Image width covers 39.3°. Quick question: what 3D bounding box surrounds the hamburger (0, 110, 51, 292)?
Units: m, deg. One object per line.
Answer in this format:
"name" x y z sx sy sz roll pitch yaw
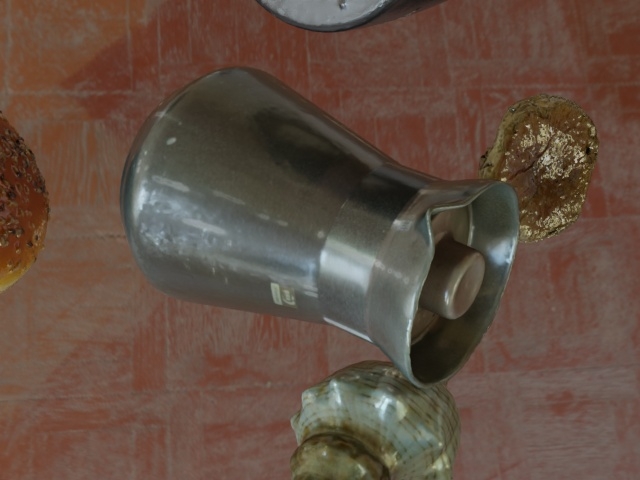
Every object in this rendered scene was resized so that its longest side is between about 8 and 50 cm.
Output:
"hamburger" -0.439 -0.061 1.004 0.176 0.300 0.300 -25 75 19

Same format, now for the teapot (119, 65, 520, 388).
"teapot" 0.000 0.000 0.889 0.344 0.300 0.253 24 65 31

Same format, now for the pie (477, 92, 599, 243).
"pie" 0.277 -0.092 1.149 0.195 0.046 0.195 -7 106 -28

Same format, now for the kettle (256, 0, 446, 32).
"kettle" 0.055 -0.290 0.748 0.290 0.268 0.207 -29 106 -48

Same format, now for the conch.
"conch" 0.095 0.219 1.039 0.386 0.203 0.169 -21 41 -34
